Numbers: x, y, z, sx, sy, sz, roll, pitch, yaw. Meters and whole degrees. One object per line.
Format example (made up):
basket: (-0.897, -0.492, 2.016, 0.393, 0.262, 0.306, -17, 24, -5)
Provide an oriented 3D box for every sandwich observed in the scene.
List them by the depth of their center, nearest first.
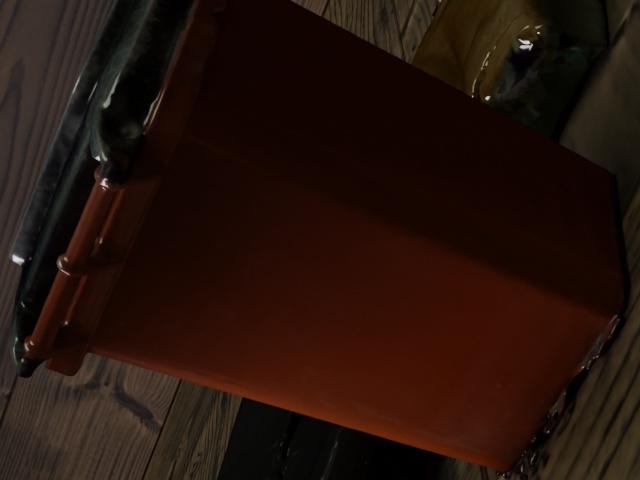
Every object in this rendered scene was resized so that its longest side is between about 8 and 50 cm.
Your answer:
sandwich: (0.081, -0.061, 0.936, 0.212, 0.063, 0.245, -81, 13, -54)

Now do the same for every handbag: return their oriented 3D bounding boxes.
handbag: (-0.005, 0.145, 0.951, 0.244, 0.088, 0.275, 127, 165, -59)

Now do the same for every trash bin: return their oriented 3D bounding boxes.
trash bin: (0.000, 0.000, 0.696, 0.184, 0.239, 0.161, -77, 12, -57)
